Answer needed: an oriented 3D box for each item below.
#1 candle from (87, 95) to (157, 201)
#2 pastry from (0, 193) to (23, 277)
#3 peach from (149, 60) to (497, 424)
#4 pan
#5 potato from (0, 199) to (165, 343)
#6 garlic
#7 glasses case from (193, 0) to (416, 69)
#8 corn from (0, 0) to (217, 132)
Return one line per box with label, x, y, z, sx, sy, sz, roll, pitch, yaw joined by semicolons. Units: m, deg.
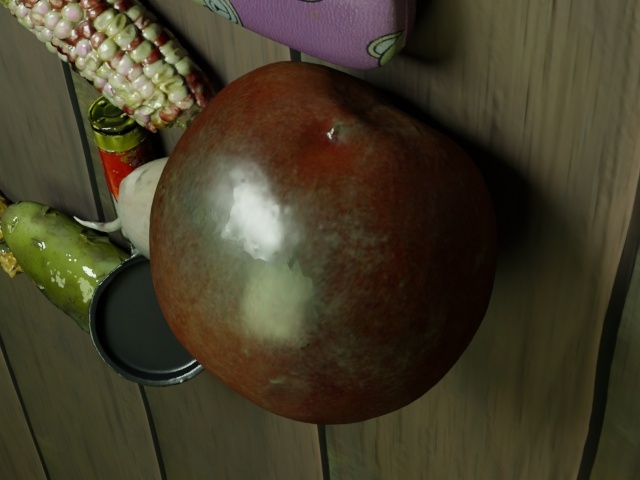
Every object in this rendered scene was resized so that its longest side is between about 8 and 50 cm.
candle;-0.173;-0.072;1.370;0.052;0.052;0.130;28;148;29
pastry;-0.370;-0.026;1.685;0.140;0.056;0.080;44;140;7
peach;0.000;0.000;1.053;0.252;0.252;0.252;32;149;22
pan;-0.168;0.031;1.471;0.028;0.136;0.235;-96;-5;-71
potato;-0.239;0.037;1.557;0.225;0.090;0.117;36;146;9
garlic;-0.117;-0.012;1.310;0.267;0.128;0.148;31;121;24
glasses case;-0.069;-0.214;1.018;0.316;0.076;0.123;30;148;26
corn;-0.203;-0.191;1.211;0.280;0.092;0.092;46;152;-4
